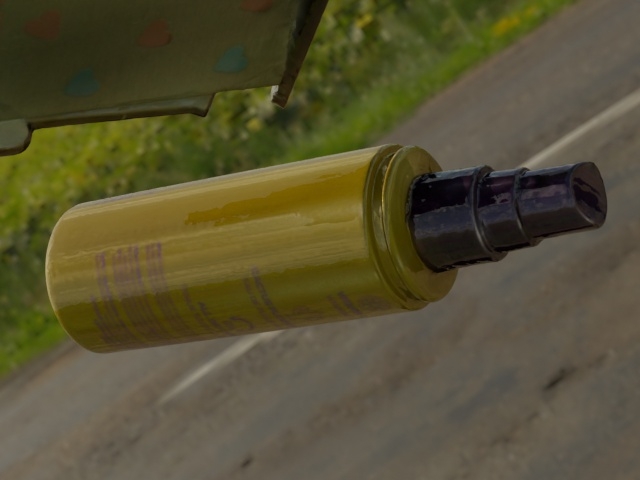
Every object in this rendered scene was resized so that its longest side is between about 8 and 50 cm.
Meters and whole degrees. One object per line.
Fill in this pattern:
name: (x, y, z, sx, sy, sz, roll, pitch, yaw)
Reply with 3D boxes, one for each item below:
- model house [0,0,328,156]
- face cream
model house: (-0.087, -0.199, 0.761, 0.244, 0.326, 0.169, -12, -29, -21)
face cream: (0.000, 0.000, 0.793, 0.273, 0.078, 0.078, -10, 22, 30)
